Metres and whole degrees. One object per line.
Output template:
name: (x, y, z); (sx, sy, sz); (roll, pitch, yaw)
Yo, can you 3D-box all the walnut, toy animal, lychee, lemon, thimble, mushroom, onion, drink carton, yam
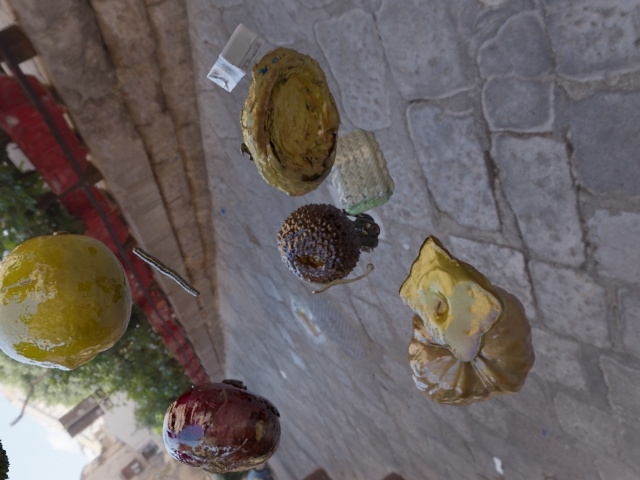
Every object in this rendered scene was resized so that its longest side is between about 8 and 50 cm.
walnut: (0.341, 0.236, 1.191); (0.285, 0.296, 0.285); (32, -172, -5)
toy animal: (0.135, -0.039, 1.847); (0.146, 0.245, 0.114); (18, 129, -4)
lychee: (0.000, 0.000, 1.632); (0.267, 0.267, 0.267); (44, 158, 23)
lemon: (-0.638, 0.145, 1.295); (0.348, 0.348, 0.348); (44, 158, 23)
thimble: (0.104, -0.184, 1.404); (0.219, 0.150, 0.219); (-20, -90, -83)
mushroom: (0.069, 0.106, 1.390); (0.026, 0.286, 0.028); (-34, 81, 38)
onion: (-0.204, 0.389, 1.102); (0.246, 0.190, 0.246); (5, 150, 3)
drink carton: (-0.283, -0.595, 1.724); (0.102, 0.134, 0.222); (30, 168, -21)
yam: (-0.435, 0.086, 1.487); (0.234, 0.027, 0.029); (34, 172, 7)

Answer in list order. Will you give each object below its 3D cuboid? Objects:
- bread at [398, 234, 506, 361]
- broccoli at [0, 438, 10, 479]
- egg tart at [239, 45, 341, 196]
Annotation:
bread: (0.257, 0.111, 1.007); (0.233, 0.088, 0.160); (56, 137, 48)
broccoli: (-0.830, 0.515, 1.154); (0.260, 0.235, 0.288); (0, 142, 27)
egg tart: (-0.072, -0.221, 0.992); (0.107, 0.291, 0.290); (5, 133, 35)
